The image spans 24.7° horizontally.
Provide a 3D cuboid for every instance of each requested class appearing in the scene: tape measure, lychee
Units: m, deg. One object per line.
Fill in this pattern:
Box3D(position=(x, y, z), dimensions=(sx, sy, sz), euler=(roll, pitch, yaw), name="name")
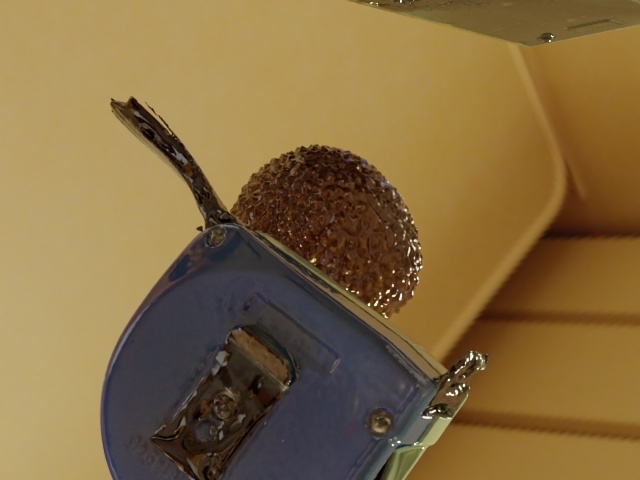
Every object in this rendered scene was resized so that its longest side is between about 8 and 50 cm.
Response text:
Box3D(position=(-0.084, 0.065, 0.981), dimensions=(0.351, 0.098, 0.215), euler=(37, -83, 25), name="tape measure")
Box3D(position=(-0.004, 0.003, 1.328), dimensions=(0.194, 0.194, 0.194), euler=(-21, -154, 11), name="lychee")

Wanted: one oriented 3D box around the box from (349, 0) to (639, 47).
Box3D(position=(0.174, -0.215, 1.240), dimensions=(0.211, 0.045, 0.270), euler=(-6, 172, 42), name="box")
